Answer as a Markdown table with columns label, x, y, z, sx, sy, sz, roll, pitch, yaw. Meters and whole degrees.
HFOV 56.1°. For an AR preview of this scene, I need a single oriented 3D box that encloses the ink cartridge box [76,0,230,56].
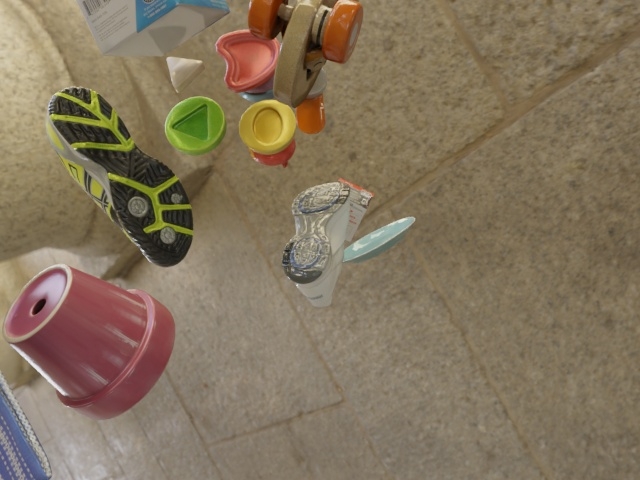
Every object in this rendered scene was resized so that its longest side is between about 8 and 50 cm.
| label | x | y | z | sx | sy | sz | roll | pitch | yaw |
| --- | --- | --- | --- | --- | --- | --- | --- | --- | --- |
| ink cartridge box | -0.348 | -0.520 | 1.143 | 0.198 | 0.197 | 0.270 | -21 | 97 | 25 |

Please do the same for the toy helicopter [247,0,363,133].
| label | x | y | z | sx | sy | sz | roll | pitch | yaw |
| --- | --- | --- | --- | --- | --- | --- | --- | --- | --- |
| toy helicopter | 0.009 | -0.331 | 0.945 | 0.140 | 0.355 | 0.235 | 19 | 139 | 7 |

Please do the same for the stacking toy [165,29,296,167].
| label | x | y | z | sx | sy | sz | roll | pitch | yaw |
| --- | --- | --- | --- | --- | --- | --- | --- | --- | --- |
| stacking toy | -0.191 | -0.295 | 1.336 | 0.130 | 0.280 | 0.308 | 67 | -165 | -70 |

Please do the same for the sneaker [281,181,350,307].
| label | x | y | z | sx | sy | sz | roll | pitch | yaw |
| --- | --- | --- | --- | --- | --- | --- | --- | --- | --- |
| sneaker | 0.000 | 0.000 | 1.163 | 0.111 | 0.297 | 0.129 | 0 | 134 | 20 |

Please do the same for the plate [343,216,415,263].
| label | x | y | z | sx | sy | sz | roll | pitch | yaw |
| --- | --- | --- | --- | --- | --- | --- | --- | --- | --- |
| plate | 0.115 | 0.007 | 1.237 | 0.188 | 0.188 | 0.024 | -21 | 101 | 48 |

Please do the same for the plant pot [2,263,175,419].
| label | x | y | z | sx | sy | sz | roll | pitch | yaw |
| --- | --- | --- | --- | --- | --- | --- | --- | --- | --- |
| plant pot | -0.348 | 0.136 | 0.887 | 0.201 | 0.201 | 0.180 | 9 | 150 | 42 |

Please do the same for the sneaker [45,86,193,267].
| label | x | y | z | sx | sy | sz | roll | pitch | yaw |
| --- | --- | --- | --- | --- | --- | --- | --- | --- | --- |
| sneaker | -0.389 | -0.114 | 1.181 | 0.384 | 0.145 | 0.147 | 57 | 146 | -6 |

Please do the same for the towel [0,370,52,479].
| label | x | y | z | sx | sy | sz | roll | pitch | yaw |
| --- | --- | --- | --- | --- | --- | --- | --- | --- | --- |
| towel | -0.468 | 0.255 | 0.709 | 0.336 | 0.040 | 0.243 | -41 | 78 | 22 |

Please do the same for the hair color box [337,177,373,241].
| label | x | y | z | sx | sy | sz | roll | pitch | yaw |
| --- | --- | --- | --- | --- | --- | --- | --- | --- | --- |
| hair color box | 0.061 | -0.072 | 1.474 | 0.093 | 0.053 | 0.167 | 26 | 151 | 2 |
